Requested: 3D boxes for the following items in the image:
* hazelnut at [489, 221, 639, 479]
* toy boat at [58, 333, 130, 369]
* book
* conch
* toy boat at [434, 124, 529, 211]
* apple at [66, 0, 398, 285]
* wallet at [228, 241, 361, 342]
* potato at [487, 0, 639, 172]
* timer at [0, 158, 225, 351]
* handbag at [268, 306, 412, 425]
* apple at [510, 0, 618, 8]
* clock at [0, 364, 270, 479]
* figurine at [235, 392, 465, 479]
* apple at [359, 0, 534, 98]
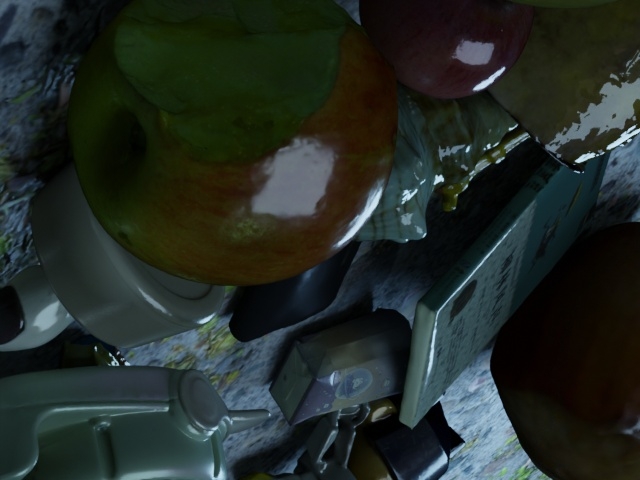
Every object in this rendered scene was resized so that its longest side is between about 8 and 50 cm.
[{"bbox_3d":[0.385,0.160,2.404,0.366,0.366,0.366,-32,154,-18],"label":"hazelnut"},{"bbox_3d":[-0.211,0.131,1.803,0.065,0.066,0.172,1,159,9],"label":"toy boat"},{"bbox_3d":[0.217,0.021,2.134,0.379,0.031,0.264,-46,160,-27],"label":"book"},{"bbox_3d":[0.029,-0.076,1.674,0.386,0.169,0.203,-24,132,-34],"label":"conch"},{"bbox_3d":[0.247,-0.122,1.945,0.318,0.099,0.141,-19,-179,-22],"label":"toy boat"},{"bbox_3d":[-0.069,-0.090,1.421,0.226,0.246,0.246,1,135,-35],"label":"apple"},{"bbox_3d":[0.000,0.000,1.901,0.149,0.044,0.250,-21,149,-43],"label":"wallet"},{"bbox_3d":[0.275,-0.219,1.719,0.266,0.229,0.229,-45,155,15],"label":"potato"},{"bbox_3d":[-0.233,0.047,1.573,0.266,0.175,0.175,-30,160,24],"label":"timer"},{"bbox_3d":[0.034,0.138,2.131,0.173,0.095,0.117,-14,153,-30],"label":"handbag"},{"bbox_3d":[0.193,-0.302,1.439,0.262,0.262,0.262,-32,154,-18],"label":"apple"},{"bbox_3d":[-0.209,0.205,1.732,0.324,0.109,0.265,-1,154,-30],"label":"clock"},{"bbox_3d":[0.048,0.284,2.321,0.308,0.143,0.308,-30,158,-13],"label":"figurine"},{"bbox_3d":[0.103,-0.193,1.594,0.153,0.153,0.120,-15,160,-43],"label":"apple"}]
